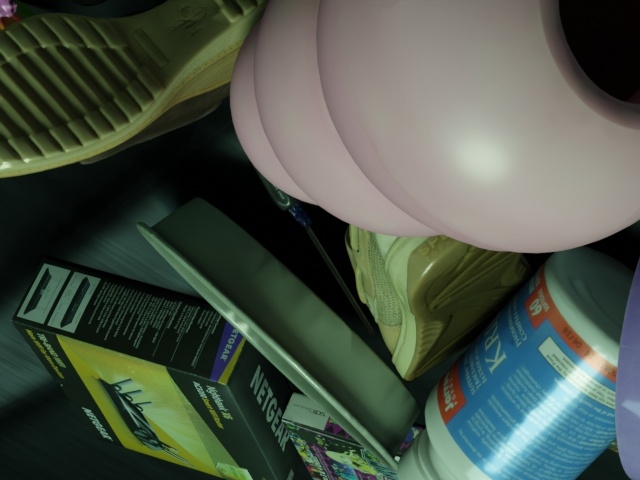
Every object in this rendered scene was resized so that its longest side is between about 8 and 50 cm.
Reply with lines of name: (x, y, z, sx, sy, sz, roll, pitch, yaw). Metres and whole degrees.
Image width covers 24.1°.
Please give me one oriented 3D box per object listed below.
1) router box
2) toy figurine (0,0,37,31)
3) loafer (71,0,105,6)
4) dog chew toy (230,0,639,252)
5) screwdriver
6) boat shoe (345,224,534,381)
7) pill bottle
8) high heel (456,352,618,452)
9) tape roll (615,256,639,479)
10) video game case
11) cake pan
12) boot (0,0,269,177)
router box: (-0.159, 0.152, 1.586, 0.242, 0.081, 0.309, 14, 154, 19)
toy figurine: (-0.228, -0.157, 0.981, 0.173, 0.130, 0.159, 56, 153, 25)
loafer: (-0.203, -0.232, 0.848, 0.087, 0.094, 0.251, 17, 151, 43)
dog chew toy: (0.059, -0.090, 0.799, 0.206, 0.207, 0.332, 34, 160, -23)
screwdriver: (0.000, 0.000, 1.138, 0.170, 0.025, 0.024, 54, 173, -3)
boat shoe: (0.081, 0.010, 1.091, 0.110, 0.121, 0.341, 54, 171, 17)
pill bottle: (0.154, 0.119, 1.095, 0.124, 0.124, 0.221, 30, 120, -14)
high heel: (0.249, 0.153, 1.233, 0.261, 0.093, 0.186, 8, 152, 23)
tape roll: (0.253, 0.068, 0.942, 0.080, 0.189, 0.189, 10, 152, 28)
video game case: (0.082, 0.255, 1.631, 0.210, 0.042, 0.232, 13, 153, 21)
cake pan: (-0.027, 0.071, 1.219, 0.293, 0.054, 0.293, 43, 174, 6)
boot: (-0.138, -0.080, 0.946, 0.090, 0.248, 0.207, 57, 157, 6)
